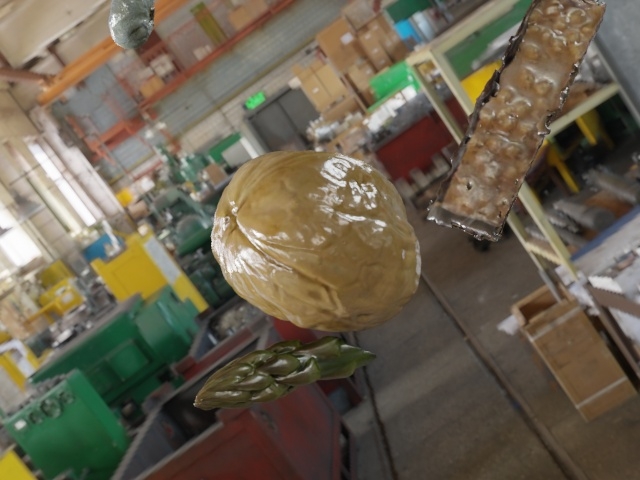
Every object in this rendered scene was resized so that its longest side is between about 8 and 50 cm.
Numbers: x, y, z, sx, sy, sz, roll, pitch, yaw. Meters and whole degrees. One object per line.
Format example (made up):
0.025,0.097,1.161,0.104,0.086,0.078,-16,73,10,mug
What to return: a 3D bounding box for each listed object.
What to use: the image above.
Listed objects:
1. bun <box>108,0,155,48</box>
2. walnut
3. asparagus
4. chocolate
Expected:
-0.216,-0.264,0.965,0.083,0.045,0.083,-167,90,-86,bun
-0.001,0.002,1.226,0.277,0.312,0.252,10,86,51,walnut
-0.049,0.175,1.134,0.287,0.080,0.080,-16,-4,-35,asparagus
0.239,-0.151,1.000,0.330,0.102,0.065,-64,-25,-4,chocolate
